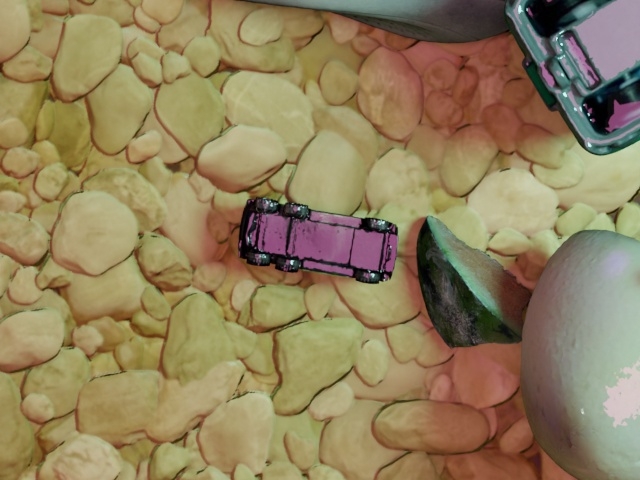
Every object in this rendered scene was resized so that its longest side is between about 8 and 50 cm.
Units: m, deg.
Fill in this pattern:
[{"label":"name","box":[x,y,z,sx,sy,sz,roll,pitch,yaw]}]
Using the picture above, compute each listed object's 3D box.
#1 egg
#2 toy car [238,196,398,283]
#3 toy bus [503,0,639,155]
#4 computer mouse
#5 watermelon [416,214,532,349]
[{"label":"egg","box":[0.277,0.137,1.582,0.162,0.206,0.271,-29,96,-28]},{"label":"toy car","box":[0.000,0.000,1.714,0.165,0.062,0.071,9,95,11]},{"label":"toy bus","box":[0.353,-0.230,1.563,0.343,0.199,0.183,-30,89,11]},{"label":"computer mouse","box":[0.047,-0.307,1.668,0.371,0.122,0.188,11,94,14]},{"label":"watermelon","box":[0.143,0.049,1.699,0.155,0.080,0.101,48,135,3]}]
